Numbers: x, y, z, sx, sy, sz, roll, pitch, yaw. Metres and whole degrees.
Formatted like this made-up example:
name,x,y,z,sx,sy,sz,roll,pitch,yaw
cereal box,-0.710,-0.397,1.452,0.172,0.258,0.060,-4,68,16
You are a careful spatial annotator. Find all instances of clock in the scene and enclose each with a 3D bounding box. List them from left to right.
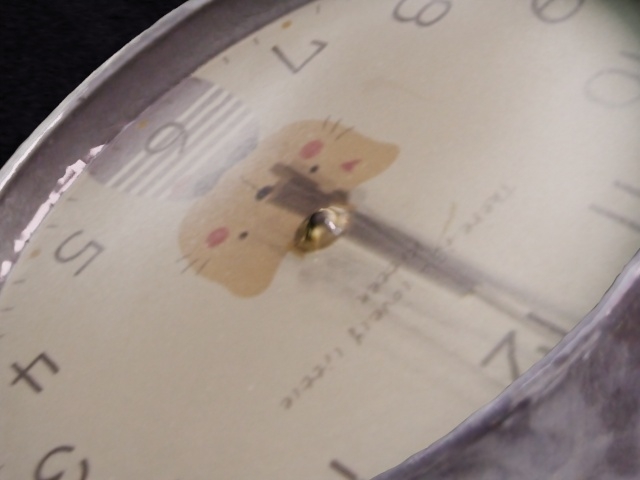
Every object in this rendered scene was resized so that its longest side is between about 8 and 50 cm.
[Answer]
name,x,y,z,sx,sy,sz,roll,pitch,yaw
clock,0.000,0.000,0.400,0.226,0.049,0.226,-23,36,18
